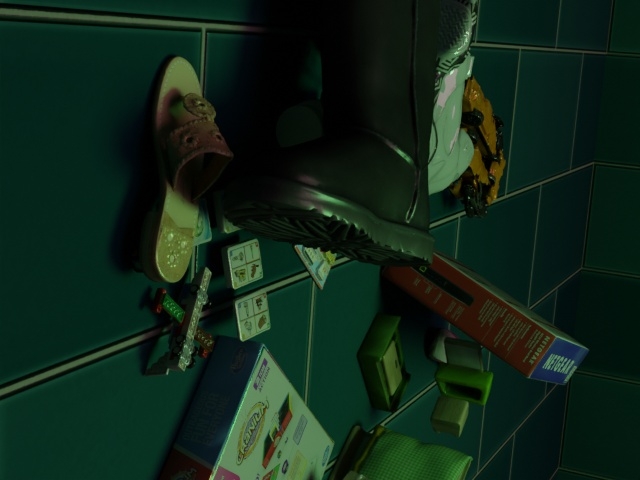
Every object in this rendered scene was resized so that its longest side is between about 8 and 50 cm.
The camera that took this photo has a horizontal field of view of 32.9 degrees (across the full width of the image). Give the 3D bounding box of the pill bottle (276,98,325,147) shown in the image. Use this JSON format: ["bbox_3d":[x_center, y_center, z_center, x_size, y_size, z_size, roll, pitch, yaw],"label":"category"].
[{"bbox_3d":[0.002,-0.145,1.410,0.137,0.078,0.078,-17,113,-63],"label":"pill bottle"}]

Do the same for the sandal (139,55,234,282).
[{"bbox_3d":[-0.124,-0.074,1.117,0.088,0.079,0.240,23,70,-58],"label":"sandal"}]

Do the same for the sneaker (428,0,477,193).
[{"bbox_3d":[0.170,-0.229,1.694,0.210,0.137,0.365,40,67,-63],"label":"sneaker"}]

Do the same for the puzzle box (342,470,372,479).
[{"bbox_3d":[0.019,0.544,1.508,0.272,0.052,0.409,-44,138,-32],"label":"puzzle box"}]

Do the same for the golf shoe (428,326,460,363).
[{"bbox_3d":[0.265,0.218,2.112,0.186,0.086,0.067,43,60,-60],"label":"golf shoe"}]

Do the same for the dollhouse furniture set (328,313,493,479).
[{"bbox_3d":[0.141,0.288,1.720,0.151,0.198,0.301,77,31,-42],"label":"dollhouse furniture set"}]

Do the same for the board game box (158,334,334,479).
[{"bbox_3d":[-0.089,0.299,1.377,0.316,0.064,0.242,63,42,-53],"label":"board game box"}]

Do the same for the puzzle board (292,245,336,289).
[{"bbox_3d":[0.000,0.000,1.539,0.128,0.011,0.096,59,45,-54],"label":"puzzle board"}]

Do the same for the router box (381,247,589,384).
[{"bbox_3d":[0.293,0.126,1.873,0.082,0.301,0.335,-57,156,5],"label":"router box"}]

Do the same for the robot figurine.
[{"bbox_3d":[0.273,-0.169,1.997,0.291,0.085,0.211,53,51,-57],"label":"robot figurine"}]

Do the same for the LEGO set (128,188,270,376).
[{"bbox_3d":[-0.142,0.042,1.227,0.244,0.060,0.182,-23,107,-64],"label":"LEGO set"}]

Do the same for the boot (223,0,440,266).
[{"bbox_3d":[0.029,-0.215,1.254,0.367,0.146,0.445,20,73,-61],"label":"boot"}]
